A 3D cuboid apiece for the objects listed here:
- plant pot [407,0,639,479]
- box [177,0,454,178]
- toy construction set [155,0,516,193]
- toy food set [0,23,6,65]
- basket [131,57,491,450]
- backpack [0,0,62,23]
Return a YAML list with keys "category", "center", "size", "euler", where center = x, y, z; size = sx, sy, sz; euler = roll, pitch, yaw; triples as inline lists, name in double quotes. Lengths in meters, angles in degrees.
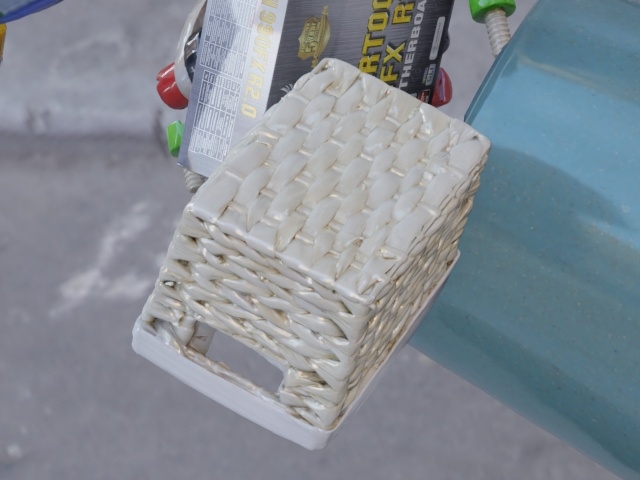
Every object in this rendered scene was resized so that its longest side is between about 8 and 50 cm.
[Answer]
- category: "plant pot"
  center: [0.242, 0.020, 1.215]
  size: [0.334, 0.341, 0.341]
  euler: [26, 49, 11]
- category: "box"
  center: [0.013, -0.152, 1.132]
  size: [0.056, 0.231, 0.183]
  euler: [22, 19, 29]
- category: "toy construction set"
  center: [-0.036, -0.193, 1.599]
  size: [0.257, 0.309, 0.237]
  euler: [-3, 70, -25]
- category: "toy food set"
  center: [-0.345, -0.107, 1.442]
  size: [0.232, 0.105, 0.111]
  euler: [-2, 43, -22]
- category: "basket"
  center: [0.000, 0.000, 0.971]
  size: [0.113, 0.103, 0.167]
  euler: [28, 42, 11]
- category: "backpack"
  center: [-0.161, -0.165, 0.593]
  size: [0.263, 0.276, 0.213]
  euler: [-14, 41, 36]
